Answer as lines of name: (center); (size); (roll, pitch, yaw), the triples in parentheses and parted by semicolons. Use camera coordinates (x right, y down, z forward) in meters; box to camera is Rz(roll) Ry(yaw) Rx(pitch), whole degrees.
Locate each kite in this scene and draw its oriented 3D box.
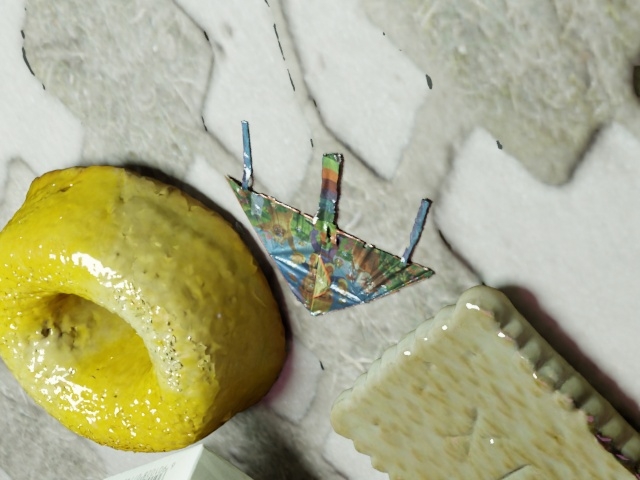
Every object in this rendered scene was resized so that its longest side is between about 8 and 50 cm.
kite: (0.000, 0.000, 0.910); (0.183, 0.010, 0.160); (25, 132, 20)

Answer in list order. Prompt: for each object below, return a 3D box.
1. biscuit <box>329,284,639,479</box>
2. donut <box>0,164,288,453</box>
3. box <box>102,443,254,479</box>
biscuit: (0.170, 0.190, 0.898); (0.325, 0.044, 0.217); (45, 135, 0)
donut: (-0.170, 0.065, 1.010); (0.277, 0.108, 0.278); (19, 130, 24)
box: (-0.067, 0.291, 1.072); (0.256, 0.069, 0.164); (40, 139, -22)
